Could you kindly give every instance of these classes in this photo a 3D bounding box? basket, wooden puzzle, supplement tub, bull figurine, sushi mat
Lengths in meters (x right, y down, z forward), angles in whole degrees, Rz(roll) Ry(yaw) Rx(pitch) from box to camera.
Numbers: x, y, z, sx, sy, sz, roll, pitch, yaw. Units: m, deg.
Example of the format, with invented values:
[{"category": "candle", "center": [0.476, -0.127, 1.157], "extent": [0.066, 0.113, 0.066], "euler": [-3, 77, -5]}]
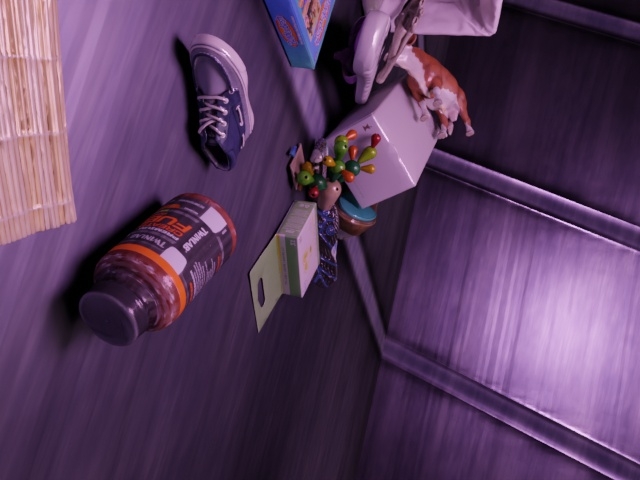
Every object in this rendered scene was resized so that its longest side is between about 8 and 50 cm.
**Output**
[{"category": "basket", "center": [0.277, -0.692, 1.351], "extent": [0.328, 0.332, 0.266], "euler": [72, 31, -60]}, {"category": "wooden puzzle", "center": [-0.047, -0.148, 1.167], "extent": [0.116, 0.014, 0.078], "euler": [84, 19, -46]}, {"category": "supplement tub", "center": [-0.182, 0.031, 0.660], "extent": [0.198, 0.106, 0.106], "euler": [-58, 153, -53]}, {"category": "bull figurine", "center": [0.280, -0.374, 1.443], "extent": [0.311, 0.101, 0.188], "euler": [19, 56, -44]}, {"category": "sushi mat", "center": [-0.256, -0.147, 0.453], "extent": [0.151, 0.019, 0.316], "euler": [-42, 140, -63]}]

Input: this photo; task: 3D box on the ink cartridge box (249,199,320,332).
[{"category": "ink cartridge box", "center": [-0.065, 0.053, 1.168], "extent": [0.235, 0.056, 0.171], "euler": [-65, 159, -46]}]

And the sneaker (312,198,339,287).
[{"category": "sneaker", "center": [0.000, 0.000, 1.345], "extent": [0.081, 0.080, 0.211], "euler": [-113, -155, -71]}]

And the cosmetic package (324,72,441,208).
[{"category": "cosmetic package", "center": [0.165, -0.258, 1.431], "extent": [0.196, 0.155, 0.365], "euler": [58, 34, -15]}]

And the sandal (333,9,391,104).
[{"category": "sandal", "center": [0.085, -0.414, 1.267], "extent": [0.416, 0.102, 0.169], "euler": [-38, 147, -88]}]

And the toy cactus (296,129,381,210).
[{"category": "toy cactus", "center": [0.038, -0.133, 1.218], "extent": [0.219, 0.112, 0.180], "euler": [-38, 158, -39]}]

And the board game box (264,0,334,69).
[{"category": "board game box", "center": [-0.033, -0.419, 0.976], "extent": [0.210, 0.047, 0.160], "euler": [58, 45, -66]}]

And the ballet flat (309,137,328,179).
[{"category": "ballet flat", "center": [-0.006, -0.165, 1.257], "extent": [0.041, 0.041, 0.114], "euler": [-50, 145, -60]}]

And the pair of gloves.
[{"category": "pair of gloves", "center": [0.187, -0.479, 1.253], "extent": [0.240, 0.042, 0.204], "euler": [-67, -174, -23]}]

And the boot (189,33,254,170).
[{"category": "boot", "center": [-0.133, -0.172, 0.758], "extent": [0.190, 0.069, 0.086], "euler": [72, 30, -62]}]

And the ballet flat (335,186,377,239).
[{"category": "ballet flat", "center": [0.079, -0.073, 1.483], "extent": [0.124, 0.116, 0.342], "euler": [-53, -175, 25]}]
